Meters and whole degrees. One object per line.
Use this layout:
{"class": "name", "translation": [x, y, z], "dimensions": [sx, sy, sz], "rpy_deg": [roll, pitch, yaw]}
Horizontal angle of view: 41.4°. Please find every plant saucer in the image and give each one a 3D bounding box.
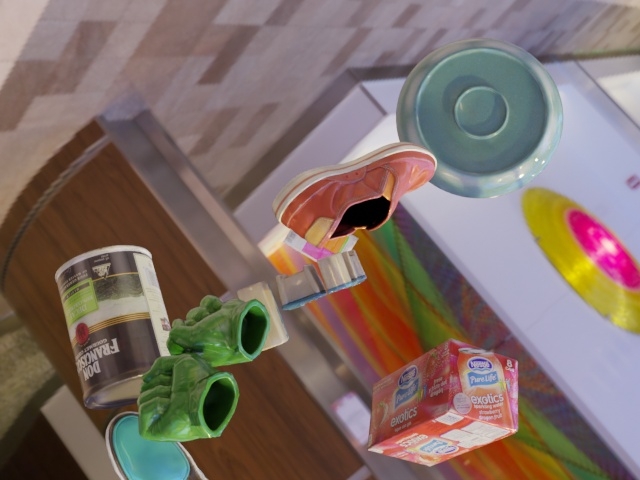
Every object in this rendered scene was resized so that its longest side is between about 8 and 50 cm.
{"class": "plant saucer", "translation": [0.302, -0.239, 1.606], "dimensions": [0.317, 0.317, 0.044], "rpy_deg": [-39, 170, -1]}

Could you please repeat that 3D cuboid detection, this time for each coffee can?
{"class": "coffee can", "translation": [-0.406, 0.176, 1.711], "dimensions": [0.201, 0.275, 0.201], "rpy_deg": [-17, 159, -7]}

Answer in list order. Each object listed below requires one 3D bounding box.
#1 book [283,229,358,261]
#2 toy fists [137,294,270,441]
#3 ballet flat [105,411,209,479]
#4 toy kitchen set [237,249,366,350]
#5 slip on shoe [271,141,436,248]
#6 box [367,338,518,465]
{"class": "book", "translation": [0.000, 0.000, 1.940], "dimensions": [0.096, 0.144, 0.035], "rpy_deg": [-59, 178, 11]}
{"class": "toy fists", "translation": [-0.188, 0.189, 1.294], "dimensions": [0.142, 0.096, 0.279], "rpy_deg": [-12, -145, 29]}
{"class": "ballet flat", "translation": [-0.292, 0.511, 1.734], "dimensions": [0.139, 0.400, 0.139], "rpy_deg": [-46, -173, 7]}
{"class": "toy kitchen set", "translation": [-0.022, 0.112, 1.626], "dimensions": [0.207, 0.122, 0.166], "rpy_deg": [-21, 177, 16]}
{"class": "slip on shoe", "translation": [0.070, -0.064, 1.243], "dimensions": [0.331, 0.101, 0.123], "rpy_deg": [-21, 154, -48]}
{"class": "box", "translation": [0.191, 0.267, 1.361], "dimensions": [0.257, 0.128, 0.123], "rpy_deg": [-45, -150, 53]}
